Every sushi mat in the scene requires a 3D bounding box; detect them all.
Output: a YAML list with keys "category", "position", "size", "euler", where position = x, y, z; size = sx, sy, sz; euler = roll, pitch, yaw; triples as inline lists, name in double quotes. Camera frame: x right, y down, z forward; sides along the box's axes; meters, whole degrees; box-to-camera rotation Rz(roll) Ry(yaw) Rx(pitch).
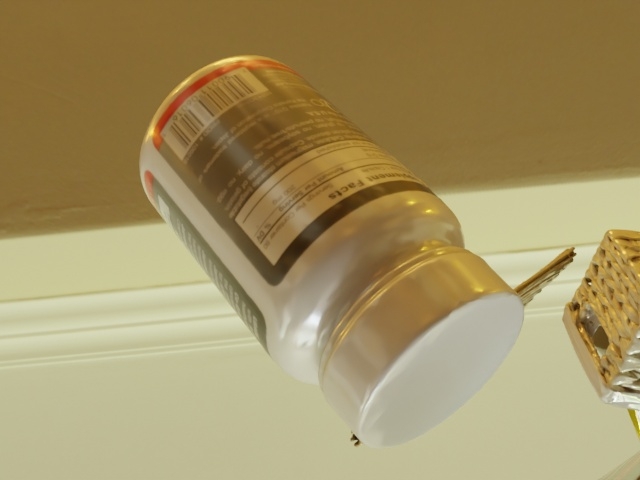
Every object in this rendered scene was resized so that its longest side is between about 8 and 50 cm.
- category: "sushi mat"
  position: [0.146, 0.089, 0.763]
  size: [0.019, 0.316, 0.151]
  euler: [48, -58, 15]

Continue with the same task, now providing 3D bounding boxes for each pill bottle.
- category: "pill bottle"
  position: [0.000, 0.000, 0.586]
  size: [0.161, 0.161, 0.283]
  euler: [-41, -124, -3]

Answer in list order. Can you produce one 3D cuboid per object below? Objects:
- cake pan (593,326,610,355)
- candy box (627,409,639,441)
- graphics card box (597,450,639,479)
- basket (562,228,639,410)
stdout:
- category: "cake pan"
  position: [0.414, 0.038, 0.921]
  size: [0.054, 0.293, 0.293]
  euler: [37, -95, -1]
- category: "candy box"
  position: [0.444, 0.245, 0.971]
  size: [0.105, 0.027, 0.206]
  euler: [-22, -59, 17]
- category: "graphics card box"
  position: [0.276, 0.300, 0.771]
  size: [0.232, 0.371, 0.094]
  euler: [-39, -113, -16]
- category: "basket"
  position: [0.295, 0.062, 0.632]
  size: [0.167, 0.113, 0.103]
  euler: [6, -59, -7]
